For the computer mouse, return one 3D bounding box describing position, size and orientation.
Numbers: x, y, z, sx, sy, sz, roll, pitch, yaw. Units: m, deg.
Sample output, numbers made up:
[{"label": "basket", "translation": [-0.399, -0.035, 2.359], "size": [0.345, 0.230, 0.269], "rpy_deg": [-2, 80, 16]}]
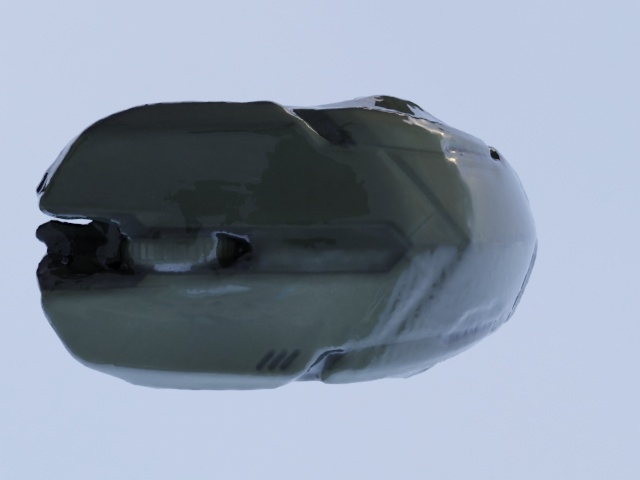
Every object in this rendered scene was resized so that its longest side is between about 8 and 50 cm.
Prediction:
[{"label": "computer mouse", "translation": [-0.001, 0.000, 1.404], "size": [0.429, 0.228, 0.145], "rpy_deg": [-1, -178, -26]}]
